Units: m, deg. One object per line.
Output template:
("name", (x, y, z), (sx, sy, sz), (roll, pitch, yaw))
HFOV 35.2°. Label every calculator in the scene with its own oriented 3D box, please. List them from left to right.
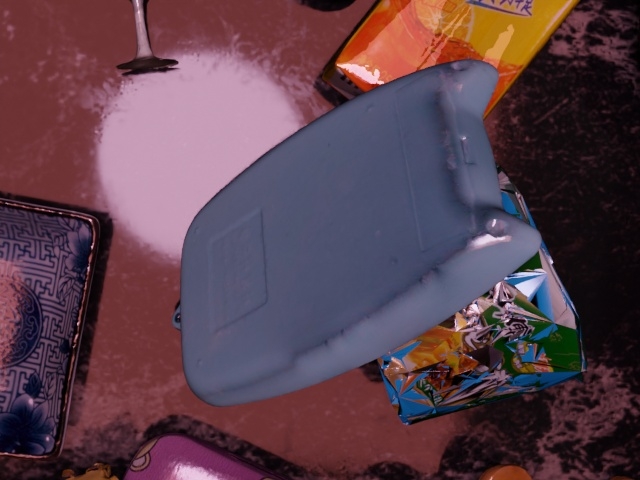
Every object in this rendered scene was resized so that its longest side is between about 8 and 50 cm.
("calculator", (0.000, 0.000, 0.896), (0.386, 0.256, 0.054), (-30, 139, 31))

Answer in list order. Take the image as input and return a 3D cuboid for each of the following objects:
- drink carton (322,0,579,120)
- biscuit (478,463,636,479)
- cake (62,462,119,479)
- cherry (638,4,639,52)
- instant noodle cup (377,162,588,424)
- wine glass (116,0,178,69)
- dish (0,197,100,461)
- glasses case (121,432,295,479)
("drink carton", (0.171, -0.256, 0.999), (0.154, 0.111, 0.351), (39, 87, -8))
("biscuit", (0.194, 0.332, 1.037), (0.339, 0.047, 0.216), (0, 93, -20))
("cake", (-0.231, 0.350, 0.892), (0.286, 0.227, 0.222), (-22, 106, 19))
("cherry", (0.420, -0.224, 0.989), (0.213, 0.183, 0.266), (27, 87, 1))
("instant noodle cup", (0.127, 0.060, 0.962), (0.178, 0.240, 0.240), (-22, 95, 2))
("wine glass", (-0.180, -0.269, 0.983), (0.066, 0.066, 0.198), (-6, 93, -6))
("dish", (-0.318, 0.077, 0.976), (0.182, 0.080, 0.243), (10, 94, -6))
("glasses case", (-0.053, 0.300, 1.019), (0.316, 0.076, 0.123), (26, 90, -7))
